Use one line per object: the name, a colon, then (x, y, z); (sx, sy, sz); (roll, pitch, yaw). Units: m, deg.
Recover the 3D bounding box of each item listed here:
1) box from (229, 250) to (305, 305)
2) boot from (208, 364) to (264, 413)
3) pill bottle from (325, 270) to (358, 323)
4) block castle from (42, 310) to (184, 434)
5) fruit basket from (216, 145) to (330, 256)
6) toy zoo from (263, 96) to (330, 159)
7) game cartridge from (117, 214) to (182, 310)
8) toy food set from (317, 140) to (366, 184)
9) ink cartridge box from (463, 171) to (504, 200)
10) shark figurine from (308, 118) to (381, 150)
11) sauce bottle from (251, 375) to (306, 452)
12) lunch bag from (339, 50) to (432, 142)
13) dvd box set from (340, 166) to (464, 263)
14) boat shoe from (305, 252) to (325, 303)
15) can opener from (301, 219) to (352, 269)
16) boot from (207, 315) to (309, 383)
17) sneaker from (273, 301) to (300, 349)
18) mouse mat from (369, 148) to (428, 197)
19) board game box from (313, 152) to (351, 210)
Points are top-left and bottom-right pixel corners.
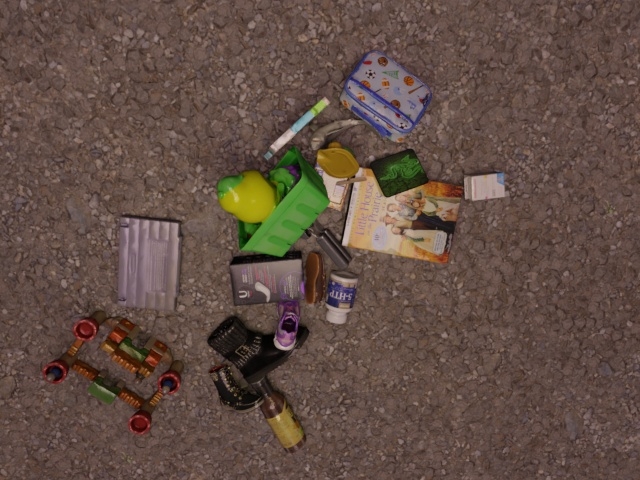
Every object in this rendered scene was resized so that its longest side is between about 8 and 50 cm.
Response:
box: (-0.198, 0.141, 1.909); (0.270, 0.143, 0.166); (-5, 101, -2)
boot: (-0.341, 0.585, 1.990); (0.236, 0.085, 0.179); (-14, 102, 40)
pill bottle: (0.077, 0.222, 1.958); (0.111, 0.112, 0.187); (9, 102, -5)
block castle: (-0.780, 0.507, 1.927); (0.453, 0.213, 0.303); (36, 98, -10)
fruit basket: (-0.198, -0.147, 1.728); (0.391, 0.283, 0.392); (-5, 127, -7)
toy zoo: (-0.089, -0.392, 1.771); (0.293, 0.192, 0.030); (-41, 101, 7)
game cartridge: (-0.650, 0.088, 1.920); (0.230, 0.068, 0.356); (5, 102, -8)
toy food set: (0.072, -0.286, 1.789); (0.128, 0.218, 0.071); (-12, 59, 23)
ink cartridge box: (0.609, -0.207, 1.899); (0.143, 0.090, 0.092); (-6, 103, -2)
shark figurine: (0.068, -0.384, 1.846); (0.278, 0.166, 0.116); (-22, 130, -15)
sauce bottle: (-0.176, 0.702, 2.053); (0.111, 0.111, 0.345); (-26, 104, 3)
lunch bag: (0.231, -0.496, 1.756); (0.303, 0.115, 0.243); (35, 68, -2)
dvd box set: (0.308, -0.095, 1.913); (0.419, 0.062, 0.308); (11, 96, -5)
boat shoe: (-0.014, 0.145, 1.963); (0.073, 0.073, 0.207); (-7, 110, -40)
can opener: (0.000, 0.000, 1.938); (0.095, 0.076, 0.283); (-31, 105, 37)
boot: (-0.244, 0.381, 1.967); (0.347, 0.131, 0.260); (-37, 102, 6)
sneaker: (-0.119, 0.292, 1.907); (0.095, 0.237, 0.105); (9, 139, -7)
mouse mat: (0.293, -0.252, 1.864); (0.189, 0.007, 0.153); (-21, 77, -14)
board game box: (0.036, -0.225, 1.889); (0.146, 0.045, 0.194); (17, 101, -7)
